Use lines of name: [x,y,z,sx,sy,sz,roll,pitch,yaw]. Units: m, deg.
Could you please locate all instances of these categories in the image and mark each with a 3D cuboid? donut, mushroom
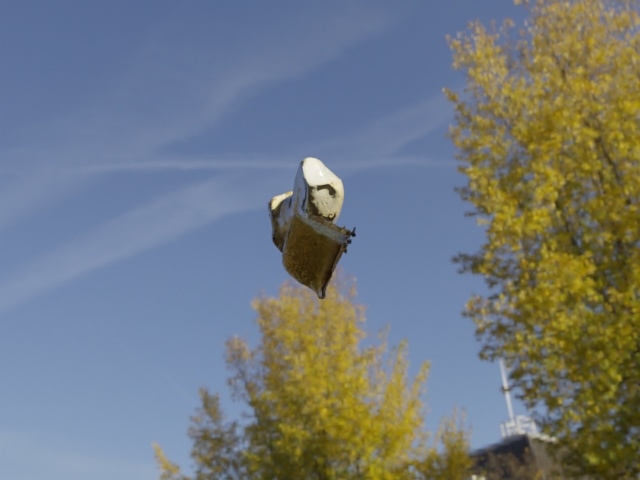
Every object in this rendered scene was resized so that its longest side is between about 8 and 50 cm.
donut: [0.000,0.000,0.572,0.038,0.083,0.067,21,-50,5]
mushroom: [-0.014,-0.041,1.006,0.071,0.084,0.209,-9,-14,-14]
